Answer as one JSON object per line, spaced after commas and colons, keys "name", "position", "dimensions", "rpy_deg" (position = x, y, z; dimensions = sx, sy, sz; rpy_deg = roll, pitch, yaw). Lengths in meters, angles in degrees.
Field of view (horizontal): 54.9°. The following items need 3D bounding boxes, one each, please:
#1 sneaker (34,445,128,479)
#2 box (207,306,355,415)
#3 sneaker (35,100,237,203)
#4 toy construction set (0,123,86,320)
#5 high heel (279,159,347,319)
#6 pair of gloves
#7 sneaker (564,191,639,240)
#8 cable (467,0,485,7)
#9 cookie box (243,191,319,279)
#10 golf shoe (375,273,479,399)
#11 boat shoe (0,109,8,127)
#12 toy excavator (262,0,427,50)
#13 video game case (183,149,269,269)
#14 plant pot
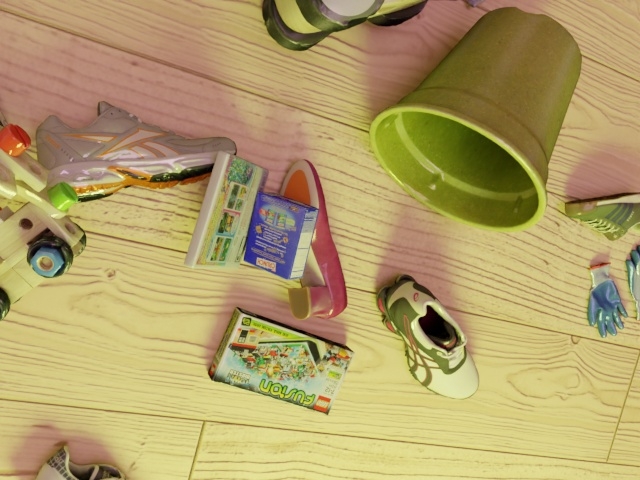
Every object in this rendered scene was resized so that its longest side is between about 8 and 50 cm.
{"name": "sneaker", "position": [-0.295, 0.383, 0.881], "dimensions": [0.235, 0.090, 0.094], "rpy_deg": [36, 75, -24]}
{"name": "box", "position": [-0.058, 0.191, 0.966], "dimensions": [0.207, 0.036, 0.114], "rpy_deg": [23, 90, -23]}
{"name": "sneaker", "position": [-0.239, -0.130, 0.812], "dimensions": [0.263, 0.099, 0.120], "rpy_deg": [-12, 85, -28]}
{"name": "toy construction set", "position": [-0.404, -0.014, 0.695], "dimensions": [0.328, 0.151, 0.215], "rpy_deg": [-29, 112, 23]}
{"name": "high heel", "position": [0.000, 0.000, 0.952], "dimensions": [0.117, 0.082, 0.243], "rpy_deg": [-2, 84, -55]}
{"name": "pair of gloves", "position": [0.608, 0.100, 1.223], "dimensions": [0.198, 0.023, 0.159], "rpy_deg": [-18, 105, -17]}
{"name": "sneaker", "position": [0.540, -0.040, 1.148], "dimensions": [0.192, 0.064, 0.086], "rpy_deg": [-9, 97, -23]}
{"name": "cable", "position": [0.299, -0.528, 0.958], "dimensions": [0.257, 0.089, 0.257], "rpy_deg": [-29, 108, -15]}
{"name": "cookie box", "position": [-0.059, -0.008, 0.894], "dimensions": [0.040, 0.092, 0.107], "rpy_deg": [-1, 109, -56]}
{"name": "golf shoe", "position": [0.194, 0.180, 1.021], "dimensions": [0.105, 0.120, 0.272], "rpy_deg": [-43, 113, -12]}
{"name": "boat shoe", "position": [-0.423, -0.174, 0.757], "dimensions": [0.043, 0.049, 0.137], "rpy_deg": [-43, 116, -56]}
{"name": "toy excavator", "position": [0.088, -0.518, 0.790], "dimensions": [0.433, 0.222, 0.444], "rpy_deg": [-19, 105, -13]}
{"name": "video game case", "position": [-0.127, -0.036, 0.856], "dimensions": [0.019, 0.143, 0.157], "rpy_deg": [19, 92, 17]}
{"name": "plant pot", "position": [0.254, -0.195, 0.925], "dimensions": [0.276, 0.276, 0.253], "rpy_deg": [40, 71, -22]}
